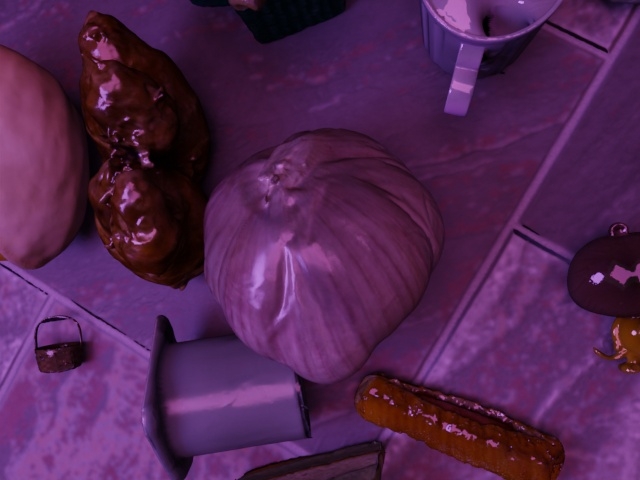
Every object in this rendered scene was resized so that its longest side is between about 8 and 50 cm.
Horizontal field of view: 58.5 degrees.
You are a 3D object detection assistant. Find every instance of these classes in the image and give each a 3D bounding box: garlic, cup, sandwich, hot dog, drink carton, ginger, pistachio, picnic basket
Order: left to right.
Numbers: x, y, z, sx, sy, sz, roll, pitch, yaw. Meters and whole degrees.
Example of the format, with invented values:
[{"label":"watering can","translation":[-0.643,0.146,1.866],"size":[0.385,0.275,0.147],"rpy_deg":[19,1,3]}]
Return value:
[{"label":"pistachio","translation":[-0.446,-0.117,0.800],"size":[0.230,0.230,0.308],"rpy_deg":[5,100,9]},{"label":"picnic basket","translation":[-0.400,0.156,0.872],"size":[0.072,0.072,0.083],"rpy_deg":[-5,88,9]},{"label":"ginger","translation":[-0.232,-0.106,0.742],"size":[0.153,0.274,0.357],"rpy_deg":[-9,88,4]},{"label":"drink carton","translation":[-0.118,0.202,0.775],"size":[0.190,0.185,0.191],"rpy_deg":[-11,129,-4]},{"label":"garlic","translation":[0.000,0.000,0.693],"size":[0.318,0.317,0.259],"rpy_deg":[-14,133,13]},{"label":"sandwich","translation":[0.002,0.407,0.765],"size":[0.227,0.155,0.198],"rpy_deg":[-18,89,8]},{"label":"hot dog","translation":[0.185,0.258,0.779],"size":[0.289,0.068,0.083],"rpy_deg":[18,100,8]},{"label":"cup","translation":[0.184,-0.279,0.710],"size":[0.167,0.202,0.221],"rpy_deg":[43,96,7]}]

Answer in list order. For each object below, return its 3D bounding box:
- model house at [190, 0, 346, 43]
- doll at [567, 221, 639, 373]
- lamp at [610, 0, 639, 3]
[{"label":"model house","translation":[-0.099,-0.421,0.666],"size":[0.335,0.382,0.342],"rpy_deg":[17,91,9]},{"label":"doll","translation":[0.390,0.074,0.737],"size":[0.145,0.096,0.188],"rpy_deg":[14,102,14]},{"label":"lamp","translation":[0.445,-0.345,0.726],"size":[0.193,0.106,0.106],"rpy_deg":[15,92,-1]}]
